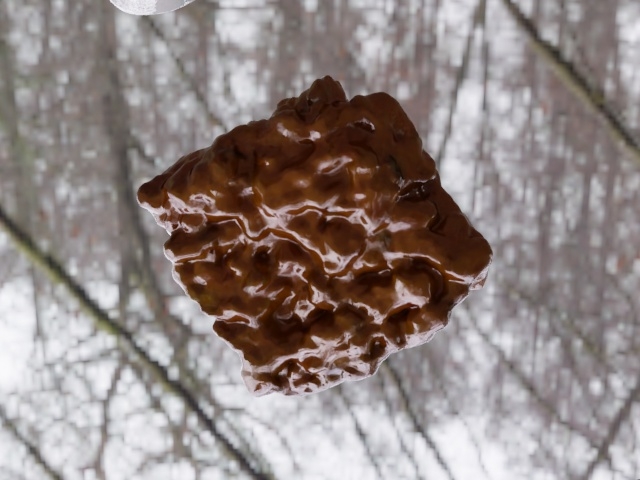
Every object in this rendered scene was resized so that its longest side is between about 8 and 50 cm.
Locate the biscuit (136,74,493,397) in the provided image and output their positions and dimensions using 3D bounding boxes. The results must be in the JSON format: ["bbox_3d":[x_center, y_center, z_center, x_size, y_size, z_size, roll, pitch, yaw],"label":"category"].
[{"bbox_3d":[0.000,0.000,1.749,0.318,0.312,0.110,-28,-165,19],"label":"biscuit"}]

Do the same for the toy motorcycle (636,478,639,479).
[{"bbox_3d":[0.382,0.229,1.216,0.315,0.169,0.113,1,-129,43],"label":"toy motorcycle"}]

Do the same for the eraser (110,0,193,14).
[{"bbox_3d":[-0.132,-0.400,1.392,0.331,0.331,0.150,-6,173,-12],"label":"eraser"}]
